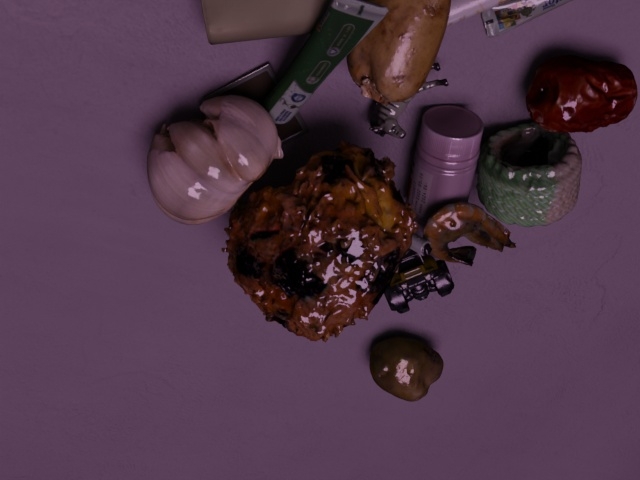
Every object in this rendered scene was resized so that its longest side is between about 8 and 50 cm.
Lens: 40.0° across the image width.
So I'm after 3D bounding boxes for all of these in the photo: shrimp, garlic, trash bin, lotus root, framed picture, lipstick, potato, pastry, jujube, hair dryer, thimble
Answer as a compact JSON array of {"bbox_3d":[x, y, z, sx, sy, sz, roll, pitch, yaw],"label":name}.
[{"bbox_3d":[0.312,0.003,1.846,0.145,0.059,0.254,-43,135,17],"label":"shrimp"},{"bbox_3d":[-0.225,-0.146,1.643,0.203,0.185,0.281,48,129,-1],"label":"garlic"},{"bbox_3d":[-0.082,-0.448,1.468,0.248,0.121,0.243,-9,133,-2],"label":"trash bin"},{"bbox_3d":[0.138,-0.377,1.530,0.160,0.146,0.284,23,104,8],"label":"lotus root"},{"bbox_3d":[-0.122,-0.245,1.707,0.142,0.011,0.183,-26,133,9],"label":"framed picture"},{"bbox_3d":[0.307,-0.452,1.606,0.264,0.059,0.059,-21,133,5],"label":"lipstick"},{"bbox_3d":[0.215,0.323,2.228,0.200,0.137,0.154,26,90,-32],"label":"potato"},{"bbox_3d":[-0.001,0.017,1.711,0.405,0.337,0.292,-27,175,36],"label":"pastry"},{"bbox_3d":[0.524,-0.291,1.751,0.230,0.155,0.155,-5,132,-19],"label":"jujube"},{"bbox_3d":[0.135,-0.037,1.825,0.073,0.236,0.131,-32,141,-32],"label":"hair dryer"},{"bbox_3d":[0.433,-0.142,1.813,0.219,0.219,0.150,-11,132,-5],"label":"thimble"}]

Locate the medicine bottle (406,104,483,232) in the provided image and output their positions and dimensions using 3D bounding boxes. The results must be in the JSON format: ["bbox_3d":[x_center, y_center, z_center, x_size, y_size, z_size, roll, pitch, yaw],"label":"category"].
[{"bbox_3d":[0.253,-0.142,1.818,0.133,0.133,0.249,-4,133,-11],"label":"medicine bottle"}]

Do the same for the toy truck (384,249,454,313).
[{"bbox_3d":[0.202,0.062,1.962,0.147,0.165,0.224,-23,169,5],"label":"toy truck"}]

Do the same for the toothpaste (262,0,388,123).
[{"bbox_3d":[-0.019,-0.305,1.553,0.099,0.061,0.392,8,152,-26],"label":"toothpaste"}]

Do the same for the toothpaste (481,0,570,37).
[{"bbox_3d":[0.428,-0.456,1.653,0.256,0.037,0.067,-21,133,9],"label":"toothpaste"}]

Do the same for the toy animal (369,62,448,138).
[{"bbox_3d":[0.141,-0.308,1.681,0.176,0.073,0.217,-26,126,11],"label":"toy animal"}]
